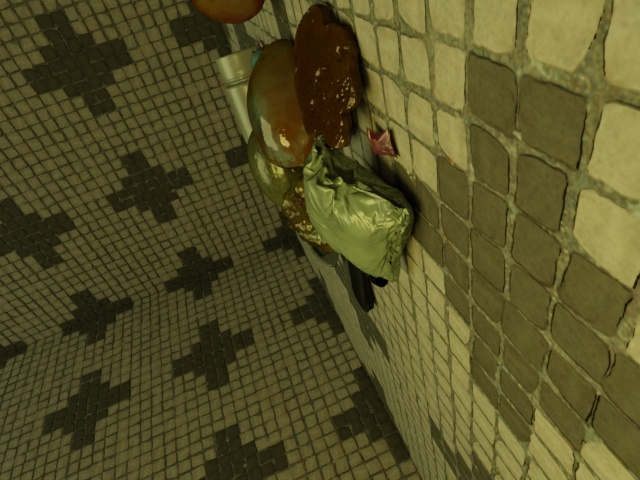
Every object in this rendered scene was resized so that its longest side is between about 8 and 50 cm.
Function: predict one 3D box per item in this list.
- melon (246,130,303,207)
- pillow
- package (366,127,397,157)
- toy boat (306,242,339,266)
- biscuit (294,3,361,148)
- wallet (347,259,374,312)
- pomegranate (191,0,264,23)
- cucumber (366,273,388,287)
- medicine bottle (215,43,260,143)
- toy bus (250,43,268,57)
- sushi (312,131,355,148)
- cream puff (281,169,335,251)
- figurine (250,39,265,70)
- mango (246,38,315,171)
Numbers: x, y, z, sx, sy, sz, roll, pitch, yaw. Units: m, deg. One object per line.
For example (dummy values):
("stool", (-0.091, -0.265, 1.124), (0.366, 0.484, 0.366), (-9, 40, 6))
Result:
("melon", (-0.117, -0.264, 1.435), (0.248, 0.248, 0.329), (-136, 25, -73))
("pillow", (0.081, -0.051, 0.920), (0.283, 0.138, 0.310), (41, 161, 21))
("package", (0.117, -0.185, 0.795), (0.083, 0.029, 0.059), (37, 153, 60))
("toy boat", (0.000, 0.000, 1.883), (0.283, 0.127, 0.078), (61, 172, 16))
("biscuit", (0.015, -0.320, 0.835), (0.208, 0.041, 0.290), (-23, 79, 60))
("wallet", (0.141, 0.130, 1.552), (0.168, 0.052, 0.245), (-123, 17, -58))
("pomegranate", (-0.263, -0.734, 1.163), (0.270, 0.229, 0.252), (-117, 7, -78))
("cucumber", (0.123, -0.001, 1.139), (0.081, 0.072, 0.303), (24, 139, 53))
("medicine bottle", (-0.286, -0.615, 1.789), (0.211, 0.211, 0.371), (-126, 15, -63))
("toy bus", (-0.182, -0.605, 1.513), (0.063, 0.090, 0.203), (102, 146, -79))
("sushi", (0.024, -0.263, 0.988), (0.097, 0.103, 0.226), (51, 174, 2))
("cream puff", (0.021, -0.104, 1.292), (0.282, 0.185, 0.282), (21, 137, 22))
("figurine", (-0.144, -0.545, 1.363), (0.260, 0.103, 0.205), (54, 171, 21))
("mango", (-0.106, -0.387, 1.204), (0.221, 0.199, 0.384), (-7, 90, 62))
